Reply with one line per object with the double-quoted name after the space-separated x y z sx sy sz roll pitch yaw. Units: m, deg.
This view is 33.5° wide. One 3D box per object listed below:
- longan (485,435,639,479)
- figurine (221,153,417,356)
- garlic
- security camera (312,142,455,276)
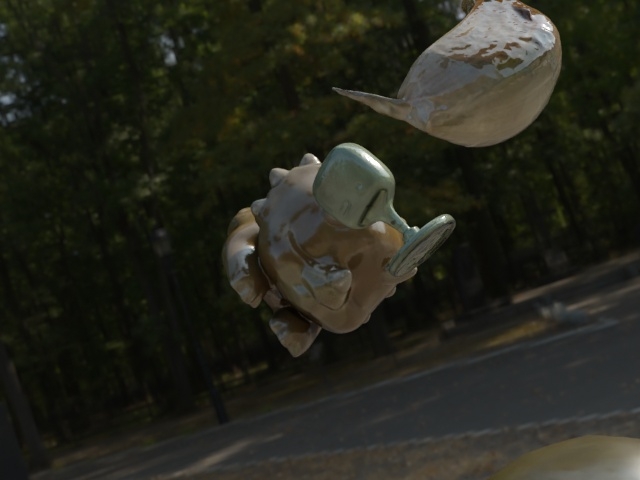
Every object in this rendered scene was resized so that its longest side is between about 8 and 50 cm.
0.171 0.239 0.613 0.248 0.248 0.248 -18 -5 -2 "longan"
0.003 0.004 1.070 0.173 0.177 0.247 -39 -1 4 "figurine"
0.121 -0.136 0.892 0.198 0.128 0.090 -40 -22 -27 "garlic"
0.038 -0.025 0.699 0.058 0.092 0.058 -38 -18 -14 "security camera"
